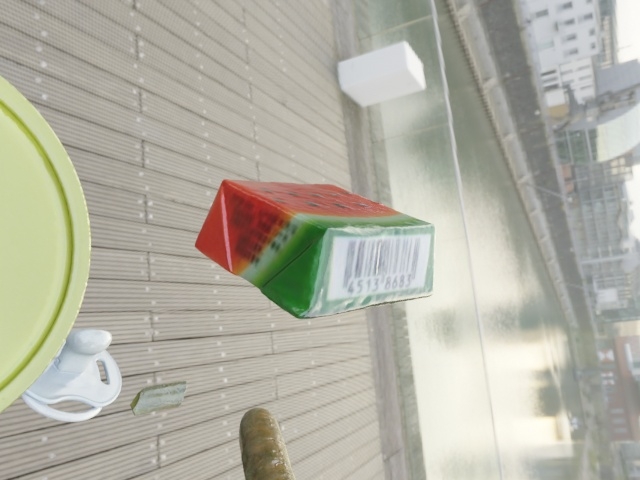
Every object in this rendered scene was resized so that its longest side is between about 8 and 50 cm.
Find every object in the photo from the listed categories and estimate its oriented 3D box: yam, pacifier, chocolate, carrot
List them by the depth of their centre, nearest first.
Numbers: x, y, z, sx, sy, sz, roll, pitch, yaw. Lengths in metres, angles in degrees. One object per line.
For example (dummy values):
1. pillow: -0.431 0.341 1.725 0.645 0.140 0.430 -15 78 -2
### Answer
1. carrot: -0.056 0.324 0.716 0.342 0.070 0.070 -137 -155 -67
2. chocolate: 0.000 0.000 1.077 0.360 0.341 0.161 -2 112 -45
3. pacifier: -0.538 0.269 1.255 0.279 0.207 0.227 26 22 -50
4. yam: -0.415 0.402 1.447 0.146 0.070 0.069 -3 82 -29

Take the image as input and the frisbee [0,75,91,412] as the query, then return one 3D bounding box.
1. frisbee: -0.237 0.005 0.276 0.236 0.017 0.236 -4 97 -35
